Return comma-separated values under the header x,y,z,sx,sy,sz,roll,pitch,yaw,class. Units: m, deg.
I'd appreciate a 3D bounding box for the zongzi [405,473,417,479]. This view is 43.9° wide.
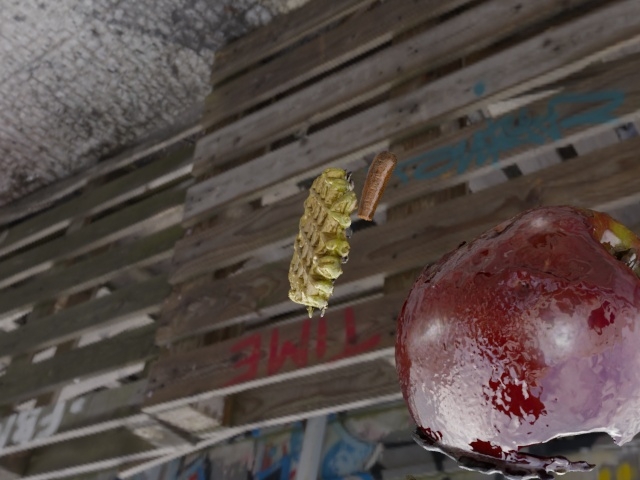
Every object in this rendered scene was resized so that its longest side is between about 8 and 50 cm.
x,y,z,sx,sy,sz,roll,pitch,yaw,class
0.163,0.512,1.304,0.184,0.187,0.084,32,177,37,zongzi

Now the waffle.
x,y,z,sx,sy,sz,roll,pitch,yaw,class
-0.003,0.004,1.569,0.062,0.329,0.329,11,141,-15,waffle

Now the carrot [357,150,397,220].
x,y,z,sx,sy,sz,roll,pitch,yaw,class
0.071,-0.072,1.018,0.032,0.093,0.032,21,174,2,carrot

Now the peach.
x,y,z,sx,sy,sz,roll,pitch,yaw,class
0.289,0.146,1.098,0.339,0.353,0.416,-10,142,-44,peach
